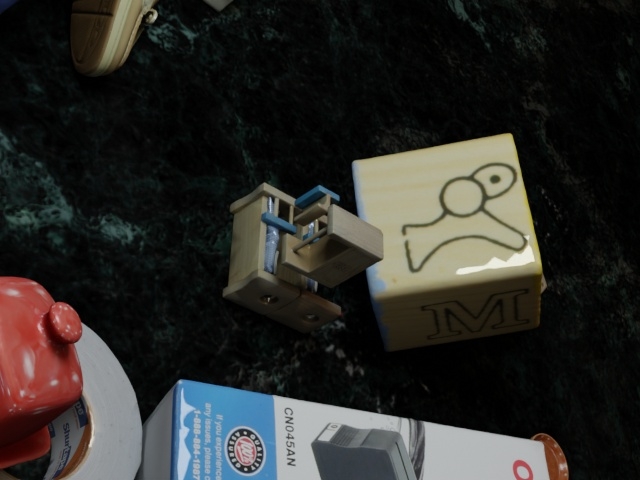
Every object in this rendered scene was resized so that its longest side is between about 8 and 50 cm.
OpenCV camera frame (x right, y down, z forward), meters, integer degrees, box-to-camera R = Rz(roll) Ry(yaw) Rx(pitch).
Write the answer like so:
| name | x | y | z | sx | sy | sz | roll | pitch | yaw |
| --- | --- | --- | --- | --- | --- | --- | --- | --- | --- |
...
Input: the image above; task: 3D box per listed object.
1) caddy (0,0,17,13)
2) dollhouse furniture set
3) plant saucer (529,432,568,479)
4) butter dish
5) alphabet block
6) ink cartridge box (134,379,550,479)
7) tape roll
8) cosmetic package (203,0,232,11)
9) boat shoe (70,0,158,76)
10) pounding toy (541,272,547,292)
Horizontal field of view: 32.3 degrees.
| name | x | y | z | sx | sy | sz | roll | pitch | yaw |
| --- | --- | --- | --- | --- | --- | --- | --- | --- | --- |
| caddy | -0.298 | -0.359 | 1.109 | 0.179 | 0.241 | 0.341 | 32 | 53 | -20 |
| dollhouse furniture set | 0.000 | 0.000 | 1.250 | 0.129 | 0.183 | 0.129 | 27 | 49 | -33 |
| plant saucer | 0.311 | 0.308 | 1.525 | 0.083 | 0.013 | 0.083 | 25 | 51 | -34 |
| butter dish | -0.239 | 0.085 | 0.856 | 0.160 | 0.118 | 0.160 | 66 | 13 | 8 |
| alphabet block | 0.154 | 0.007 | 1.346 | 0.193 | 0.197 | 0.192 | 70 | 12 | -64 |
| ink cartridge box | 0.026 | 0.313 | 1.007 | 0.394 | 0.166 | 0.285 | 13 | 52 | -22 |
| tape roll | -0.264 | 0.164 | 0.956 | 0.219 | 0.072 | 0.219 | 25 | 50 | -34 |
| cosmetic package | -0.201 | -0.447 | 1.374 | 0.309 | 0.113 | 0.160 | 34 | 46 | -29 |
| boat shoe | -0.199 | -0.310 | 1.235 | 0.089 | 0.104 | 0.285 | 22 | 82 | -43 |
| pounding toy | 0.225 | 0.024 | 1.536 | 0.100 | 0.141 | 0.130 | -35 | 108 | -51 |
